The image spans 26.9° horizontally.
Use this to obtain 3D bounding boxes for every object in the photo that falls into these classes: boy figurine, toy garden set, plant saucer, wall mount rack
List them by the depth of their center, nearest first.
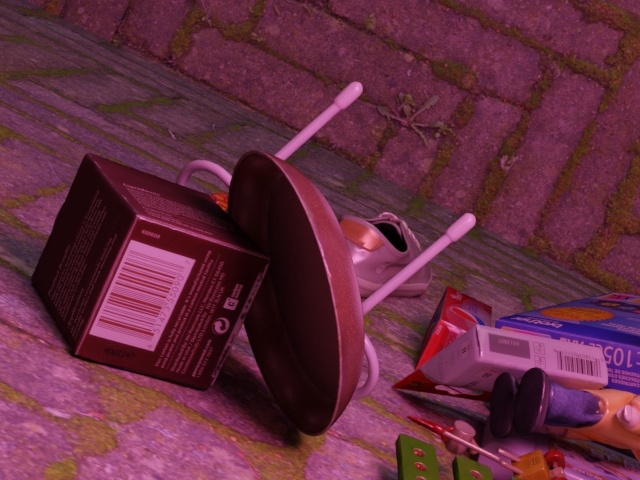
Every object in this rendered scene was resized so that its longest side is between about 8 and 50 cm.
[{"bbox_3d":[-0.024,0.052,1.430,0.050,0.310,0.310,-14,28,-21],"label":"plant saucer"},{"bbox_3d":[0.188,0.275,1.471,0.244,0.049,0.204,22,22,-9],"label":"toy garden set"},{"bbox_3d":[0.000,0.000,1.582,0.350,0.304,0.130,50,43,8],"label":"wall mount rack"},{"bbox_3d":[0.341,0.226,1.639,0.285,0.092,0.177,20,-20,-28],"label":"boy figurine"}]

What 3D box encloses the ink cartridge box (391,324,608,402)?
[{"bbox_3d":[0.226,0.186,1.726,0.189,0.232,0.066,11,57,-22],"label":"ink cartridge box"}]

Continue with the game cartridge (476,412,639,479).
[{"bbox_3d":[0.342,0.301,1.666,0.297,0.062,0.198,21,6,7],"label":"game cartridge"}]

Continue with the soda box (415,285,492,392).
[{"bbox_3d":[0.207,0.147,2.054,0.083,0.092,0.263,25,11,3],"label":"soda box"}]

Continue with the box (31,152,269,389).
[{"bbox_3d":[-0.190,0.032,1.469,0.167,0.168,0.203,18,14,-31],"label":"box"}]

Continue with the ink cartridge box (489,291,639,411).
[{"bbox_3d":[0.426,0.184,1.921,0.270,0.151,0.395,9,13,40],"label":"ink cartridge box"}]

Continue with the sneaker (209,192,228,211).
[{"bbox_3d":[-0.115,-0.023,2.251,0.175,0.064,0.067,30,-10,-7],"label":"sneaker"}]

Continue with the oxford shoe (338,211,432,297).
[{"bbox_3d":[0.119,0.016,2.393,0.169,0.130,0.449,27,9,17],"label":"oxford shoe"}]
